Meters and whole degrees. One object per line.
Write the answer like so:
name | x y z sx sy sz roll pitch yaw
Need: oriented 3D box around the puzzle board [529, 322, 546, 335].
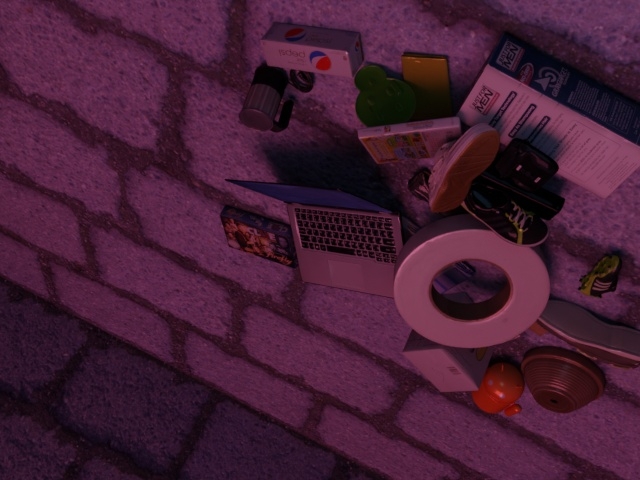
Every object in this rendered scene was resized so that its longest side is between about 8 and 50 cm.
puzzle board | 0.575 0.209 2.121 0.128 0.011 0.096 32 146 -3

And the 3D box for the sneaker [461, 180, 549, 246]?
sneaker | 0.399 -0.059 1.699 0.234 0.084 0.097 27 172 -2

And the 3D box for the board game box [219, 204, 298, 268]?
board game box | -0.184 -0.010 2.398 0.243 0.042 0.165 17 145 20

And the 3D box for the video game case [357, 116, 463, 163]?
video game case | 0.201 -0.211 1.659 0.206 0.026 0.227 -5 171 13

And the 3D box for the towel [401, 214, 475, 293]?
towel | 0.260 0.045 2.128 0.285 0.034 0.209 36 148 -9

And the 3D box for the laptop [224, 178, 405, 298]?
laptop | 0.000 0.000 2.046 0.381 0.236 0.408 8 119 38

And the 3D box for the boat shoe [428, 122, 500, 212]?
boat shoe | 0.276 -0.164 1.596 0.098 0.096 0.277 -7 153 -20

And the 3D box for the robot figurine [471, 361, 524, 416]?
robot figurine | 0.538 0.446 2.362 0.128 0.158 0.219 10 150 -7

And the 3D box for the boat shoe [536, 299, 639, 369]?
boat shoe | 0.687 0.247 1.993 0.304 0.109 0.091 21 143 9

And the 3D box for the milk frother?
milk frother | -0.101 -0.333 1.804 0.129 0.135 0.143 26 152 -19

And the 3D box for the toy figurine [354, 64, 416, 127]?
toy figurine | 0.142 -0.278 1.722 0.173 0.130 0.159 62 179 24

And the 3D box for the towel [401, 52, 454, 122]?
towel | 0.239 -0.304 1.688 0.102 0.021 0.237 9 142 24

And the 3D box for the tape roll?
tape roll | 0.375 0.109 1.947 0.391 0.072 0.392 3 127 4

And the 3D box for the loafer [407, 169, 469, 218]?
loafer | 0.292 -0.105 1.876 0.170 0.062 0.061 32 143 -6

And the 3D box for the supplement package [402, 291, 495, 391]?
supplement package | 0.374 0.291 2.213 0.149 0.203 0.194 -15 127 47

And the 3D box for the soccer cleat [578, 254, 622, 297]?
soccer cleat | 0.677 0.086 1.838 0.072 0.060 0.179 19 154 0

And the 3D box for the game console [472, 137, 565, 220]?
game console | 0.424 -0.129 1.624 0.213 0.044 0.361 26 173 6

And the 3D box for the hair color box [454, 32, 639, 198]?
hair color box | 0.459 -0.239 1.516 0.347 0.105 0.174 29 149 2

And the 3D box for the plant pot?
plant pot | 0.683 0.417 2.227 0.237 0.110 0.237 20 146 15

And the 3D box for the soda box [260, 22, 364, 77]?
soda box | -0.018 -0.415 1.692 0.216 0.069 0.074 15 145 25
